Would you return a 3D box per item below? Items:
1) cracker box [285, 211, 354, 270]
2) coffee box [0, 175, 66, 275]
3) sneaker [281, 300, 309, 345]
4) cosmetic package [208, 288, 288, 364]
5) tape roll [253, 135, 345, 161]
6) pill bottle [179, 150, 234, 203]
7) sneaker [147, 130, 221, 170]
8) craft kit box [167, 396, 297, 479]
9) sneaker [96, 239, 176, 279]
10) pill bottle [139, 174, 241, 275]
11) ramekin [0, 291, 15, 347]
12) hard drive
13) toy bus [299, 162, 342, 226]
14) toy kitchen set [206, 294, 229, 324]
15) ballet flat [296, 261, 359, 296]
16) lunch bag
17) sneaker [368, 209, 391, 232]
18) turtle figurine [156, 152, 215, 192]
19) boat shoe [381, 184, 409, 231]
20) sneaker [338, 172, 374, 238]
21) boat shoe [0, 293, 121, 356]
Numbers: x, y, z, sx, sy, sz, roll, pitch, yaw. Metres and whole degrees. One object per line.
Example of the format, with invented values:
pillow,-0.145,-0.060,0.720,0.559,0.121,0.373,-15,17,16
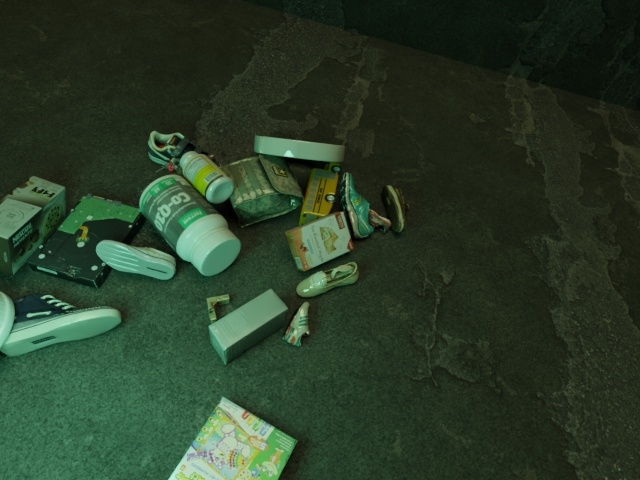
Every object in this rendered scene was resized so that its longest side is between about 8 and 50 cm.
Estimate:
cracker box,0.000,0.000,1.568,0.232,0.067,0.155,-24,103,-27
coffee box,-0.970,-0.054,1.357,0.119,0.168,0.297,20,37,-9
sneaker,-0.065,0.283,1.402,0.075,0.057,0.161,35,50,-5
cosmetic package,-0.227,0.271,1.326,0.238,0.127,0.107,-28,62,-27
tape roll,-0.089,-0.388,1.768,0.393,0.071,0.392,6,13,-1
pill bottle,-0.424,-0.238,1.536,0.117,0.117,0.215,-33,62,-31
sneaker,-0.577,-0.363,1.758,0.321,0.127,0.126,16,49,0
craft kit box,-0.228,0.593,1.117,0.250,0.061,0.246,26,54,9
sneaker,-0.620,0.060,1.419,0.258,0.094,0.091,25,18,-20
pill bottle,-0.459,-0.054,1.483,0.204,0.204,0.361,-35,65,-32
ramekin,-1.003,0.236,1.133,0.273,0.127,0.272,-9,56,13
hard drive,-0.805,-0.008,1.468,0.237,0.064,0.338,15,52,0
toy bus,0.005,-0.195,1.752,0.130,0.108,0.332,11,51,0
toy kitchen set,-0.335,0.219,1.380,0.075,0.068,0.083,-9,55,-18
ballet flat,0.030,0.135,1.513,0.249,0.086,0.086,-16,57,-22
lunch bag,-0.230,-0.214,1.661,0.287,0.168,0.235,-20,58,-12
sneaker,0.215,-0.080,1.736,0.158,0.061,0.064,24,59,9
turtle figurine,-0.519,-0.265,1.665,0.234,0.118,0.175,-24,96,-27
boat shoe,0.340,-0.141,1.788,0.095,0.095,0.257,4,51,-16
sneaker,0.144,-0.144,1.702,0.110,0.107,0.275,-13,87,-13
boat shoe,-0.784,0.218,1.246,0.341,0.127,0.158,-13,58,-15
